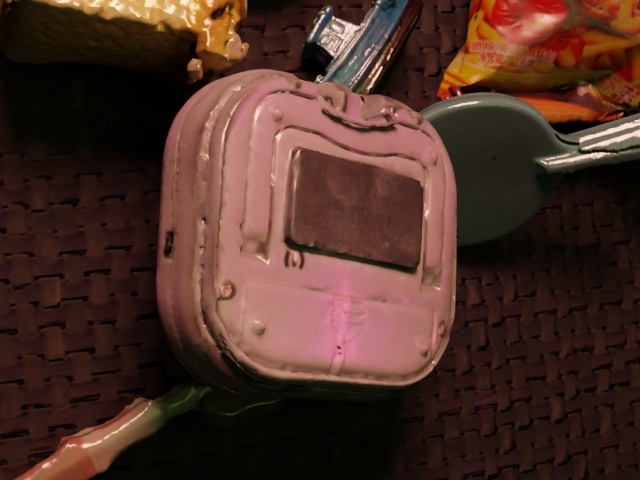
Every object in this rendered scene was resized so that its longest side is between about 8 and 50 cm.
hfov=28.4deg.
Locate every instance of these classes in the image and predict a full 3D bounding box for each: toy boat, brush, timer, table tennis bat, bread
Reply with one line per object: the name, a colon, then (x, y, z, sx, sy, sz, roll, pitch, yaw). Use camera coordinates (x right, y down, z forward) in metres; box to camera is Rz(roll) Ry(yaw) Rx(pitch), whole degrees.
toy boat: (0.018, -0.128, 0.863, 0.060, 0.060, 0.137, 28, 74, 5)
brush: (-0.097, 0.103, 0.781, 0.301, 0.071, 0.084, -29, 102, -24)
timer: (0.000, 0.000, 0.758, 0.208, 0.069, 0.191, 7, 81, -39)
table tennis bat: (0.139, -0.053, 0.876, 0.201, 0.033, 0.124, -12, 128, -2)
bread: (-0.118, -0.168, 0.759, 0.147, 0.127, 0.152, 9, 82, -22)

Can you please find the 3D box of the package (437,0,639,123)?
package: (0.196, -0.199, 0.920, 0.223, 0.108, 0.288, 13, 87, -19)
